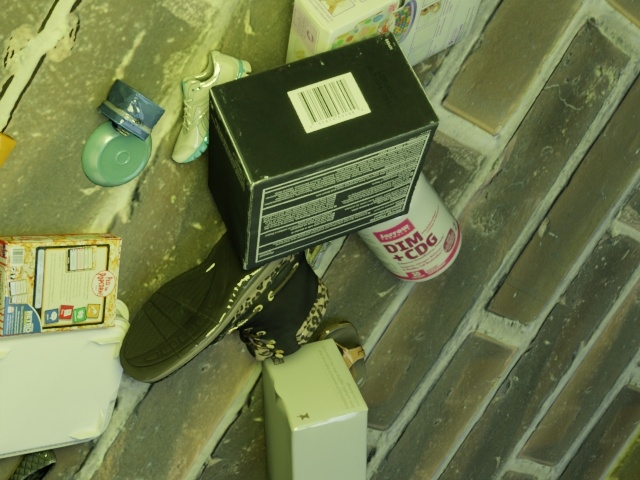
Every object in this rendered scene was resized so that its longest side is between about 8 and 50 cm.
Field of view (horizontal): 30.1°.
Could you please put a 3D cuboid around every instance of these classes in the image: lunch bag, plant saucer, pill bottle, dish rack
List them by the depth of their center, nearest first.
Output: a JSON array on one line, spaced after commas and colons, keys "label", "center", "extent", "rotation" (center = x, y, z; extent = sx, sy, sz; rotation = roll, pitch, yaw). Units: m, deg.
[{"label": "lunch bag", "center": [-0.276, -0.185, 1.732], "extent": [0.067, 0.098, 0.065], "rotation": [33, 92, -34]}, {"label": "plant saucer", "center": [-0.305, -0.130, 1.811], "extent": [0.119, 0.021, 0.119], "rotation": [-22, 132, -27]}, {"label": "dish rack", "center": [-0.460, 0.238, 1.918], "extent": [0.332, 0.072, 0.286], "rotation": [-5, 122, -39]}, {"label": "pill bottle", "center": [0.132, -0.057, 2.135], "extent": [0.160, 0.160, 0.283], "rotation": [-46, 138, -3]}]

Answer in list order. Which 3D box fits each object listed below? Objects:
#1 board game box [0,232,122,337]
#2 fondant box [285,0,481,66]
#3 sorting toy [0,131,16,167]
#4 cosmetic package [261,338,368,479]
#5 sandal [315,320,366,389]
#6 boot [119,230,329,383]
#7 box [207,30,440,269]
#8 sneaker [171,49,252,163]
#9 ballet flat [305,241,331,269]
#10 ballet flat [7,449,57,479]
[{"label": "board game box", "center": [-0.403, 0.066, 1.823], "extent": [0.193, 0.045, 0.147], "rotation": [-2, 103, -40]}, {"label": "fondant box", "center": [0.108, -0.355, 1.875], "extent": [0.330, 0.096, 0.238], "rotation": [-32, 161, -20]}, {"label": "sorting toy", "center": [-0.560, -0.034, 1.648], "extent": [0.229, 0.041, 0.307], "rotation": [26, 101, -48]}, {"label": "cosmetic package", "center": [-0.012, 0.407, 2.299], "extent": [0.156, 0.217, 0.385], "rotation": [-10, 130, -15]}, {"label": "sandal", "center": [0.054, 0.239, 2.362], "extent": [0.090, 0.060, 0.219], "rotation": [-34, 136, -17]}, {"label": "boot", "center": [-0.145, 0.134, 2.030], "extent": [0.377, 0.138, 0.284], "rotation": [-48, 149, -11]}, {"label": "box", "center": [-0.009, -0.130, 1.804], "extent": [0.296, 0.183, 0.294], "rotation": [-19, 157, -15]}, {"label": "sneaker", "center": [-0.189, -0.209, 1.828], "extent": [0.083, 0.071, 0.191], "rotation": [26, 99, -34]}, {"label": "ballet flat", "center": [0.000, 0.000, 2.158], "extent": [0.041, 0.041, 0.114], "rotation": [13, 110, -45]}, {"label": "ballet flat", "center": [-0.507, 0.424, 2.029], "extent": [0.057, 0.049, 0.173], "rotation": [19, 107, -45]}]
